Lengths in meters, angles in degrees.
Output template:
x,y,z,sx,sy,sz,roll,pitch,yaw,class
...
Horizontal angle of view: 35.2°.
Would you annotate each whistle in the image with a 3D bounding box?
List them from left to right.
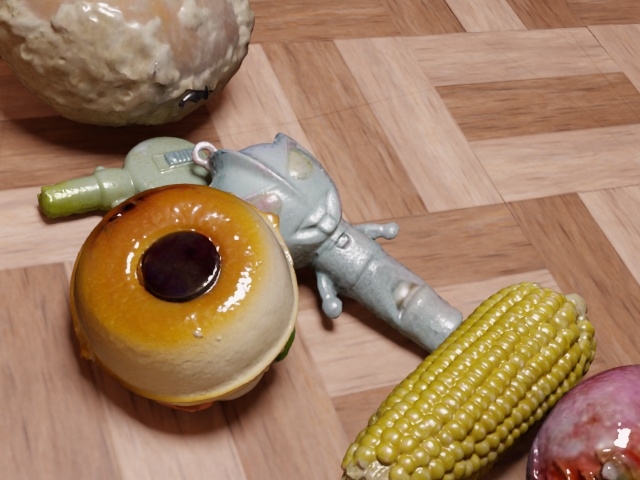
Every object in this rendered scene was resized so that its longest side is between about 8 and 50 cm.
x,y,z,sx,sy,sz,roll,pitch,yaw,class
-0.212,-0.066,1.119,0.198,0.057,0.104,-12,53,-28,whistle
0.000,0.000,1.093,0.346,0.133,0.142,37,45,4,whistle

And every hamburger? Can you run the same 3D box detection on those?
x,y,z,sx,sy,sz,roll,pitch,yaw,class
-0.132,0.048,0.969,0.237,0.147,0.237,0,63,0,hamburger

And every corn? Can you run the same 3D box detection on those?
x,y,z,sx,sy,sz,roll,pitch,yaw,class
0.153,0.150,0.991,0.347,0.130,0.130,-33,65,-33,corn

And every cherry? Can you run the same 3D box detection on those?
x,y,z,sx,sy,sz,roll,pitch,yaw,class
0.299,0.209,0.950,0.192,0.175,0.250,54,43,-1,cherry

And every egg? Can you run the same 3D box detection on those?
x,y,z,sx,sy,sz,roll,pitch,yaw,class
-0.229,-0.256,1.154,0.310,0.279,0.279,6,42,-47,egg
